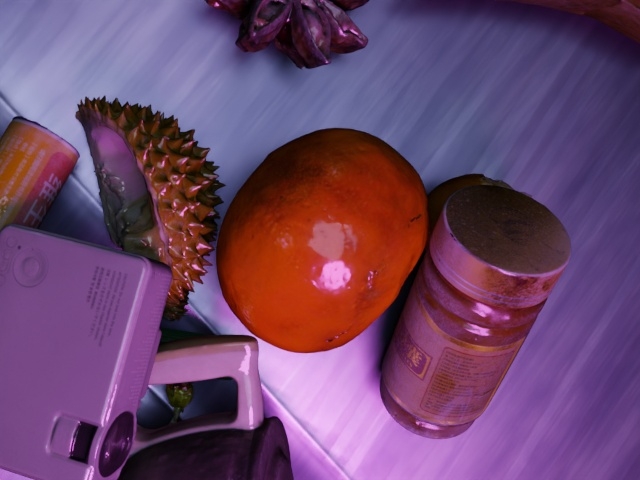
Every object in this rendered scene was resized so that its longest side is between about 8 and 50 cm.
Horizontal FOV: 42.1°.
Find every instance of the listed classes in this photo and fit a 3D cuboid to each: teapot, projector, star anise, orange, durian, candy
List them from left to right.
[{"bbox_3d":[-0.284,0.127,0.922,0.192,0.099,0.256,13,84,15],"label":"projector"},{"bbox_3d":[-0.205,-0.039,1.025,0.167,0.172,0.306,-14,103,11],"label":"durian"},{"bbox_3d":[-0.195,0.239,1.091,0.035,0.035,0.122,12,98,-25],"label":"candy"},{"bbox_3d":[-0.161,0.297,0.981,0.240,0.239,0.321,0,126,7],"label":"teapot"},{"bbox_3d":[-0.046,-0.315,1.080,0.223,0.109,0.236,-31,84,-34],"label":"star anise"},{"bbox_3d":[0.000,0.000,1.009,0.226,0.284,0.284,36,82,5],"label":"orange"},{"bbox_3d":[0.206,-0.019,1.120,0.157,0.156,0.134,-2,81,-14],"label":"orange"}]

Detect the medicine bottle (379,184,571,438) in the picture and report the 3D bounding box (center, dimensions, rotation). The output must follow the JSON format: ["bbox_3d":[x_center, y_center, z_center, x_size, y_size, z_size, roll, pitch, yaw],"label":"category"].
[{"bbox_3d":[0.177,0.100,1.032,0.151,0.151,0.322,2,133,-14],"label":"medicine bottle"}]

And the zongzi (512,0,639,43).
[{"bbox_3d":[0.370,-0.343,1.149,0.393,0.174,0.356,-44,104,-9],"label":"zongzi"}]

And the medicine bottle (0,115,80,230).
[{"bbox_3d":[-0.422,0.057,0.957,0.108,0.108,0.426,28,75,-13],"label":"medicine bottle"}]

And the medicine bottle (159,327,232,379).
[{"bbox_3d":[-0.252,0.134,1.047,0.309,0.076,0.111,9,93,-13],"label":"medicine bottle"}]
